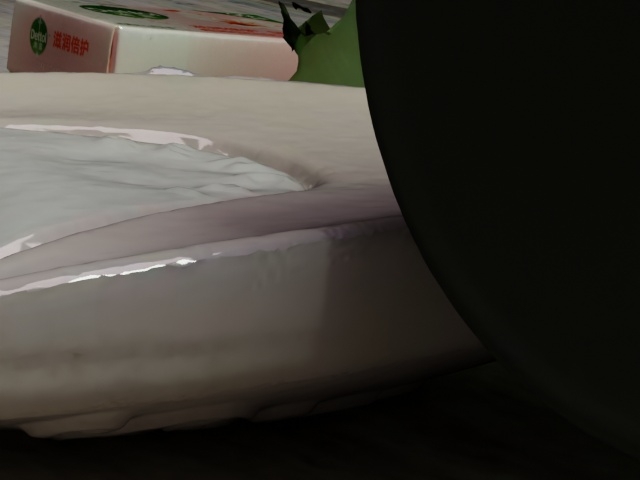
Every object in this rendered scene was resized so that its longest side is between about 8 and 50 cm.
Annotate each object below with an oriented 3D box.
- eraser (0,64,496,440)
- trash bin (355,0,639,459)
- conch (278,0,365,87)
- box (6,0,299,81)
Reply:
[{"bbox_3d":[0.000,0.001,0.454,0.243,0.059,0.204,-1,14,-23],"label":"eraser"},{"bbox_3d":[0.185,-0.044,0.397,0.334,0.214,0.214,0,13,-45],"label":"trash bin"},{"bbox_3d":[0.089,-0.071,0.674,0.251,0.137,0.143,11,13,17],"label":"conch"},{"bbox_3d":[-0.056,-0.071,0.811,0.125,0.043,0.089,-1,14,-38],"label":"box"}]
